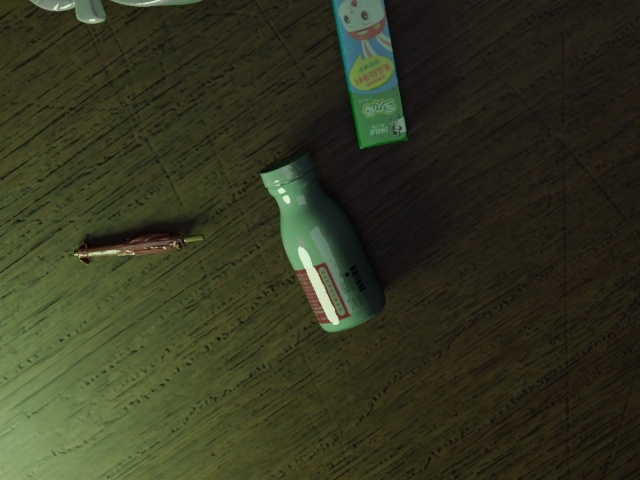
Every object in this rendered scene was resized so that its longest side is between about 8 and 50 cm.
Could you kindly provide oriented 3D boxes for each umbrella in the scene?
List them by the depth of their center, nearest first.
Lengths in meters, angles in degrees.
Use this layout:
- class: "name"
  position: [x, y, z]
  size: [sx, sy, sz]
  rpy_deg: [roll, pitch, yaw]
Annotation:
- class: "umbrella"
  position: [-0.227, 0.006, 1.993]
  size: [0.165, 0.025, 0.027]
  rpy_deg: [-7, 121, 4]

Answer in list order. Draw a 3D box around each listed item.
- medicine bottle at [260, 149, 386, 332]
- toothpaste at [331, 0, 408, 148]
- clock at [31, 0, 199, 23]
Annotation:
- class: "medicine bottle"
  position: [0.000, 0.000, 1.959]
  size: [0.090, 0.090, 0.217]
  rpy_deg: [-24, 101, 5]
- class: "toothpaste"
  position: [0.054, -0.248, 1.925]
  size: [0.065, 0.050, 0.267]
  rpy_deg: [-11, 103, -1]
- class: "clock"
  position: [-0.228, -0.406, 1.798]
  size: [0.338, 0.102, 0.338]
  rpy_deg: [3, 98, 27]
